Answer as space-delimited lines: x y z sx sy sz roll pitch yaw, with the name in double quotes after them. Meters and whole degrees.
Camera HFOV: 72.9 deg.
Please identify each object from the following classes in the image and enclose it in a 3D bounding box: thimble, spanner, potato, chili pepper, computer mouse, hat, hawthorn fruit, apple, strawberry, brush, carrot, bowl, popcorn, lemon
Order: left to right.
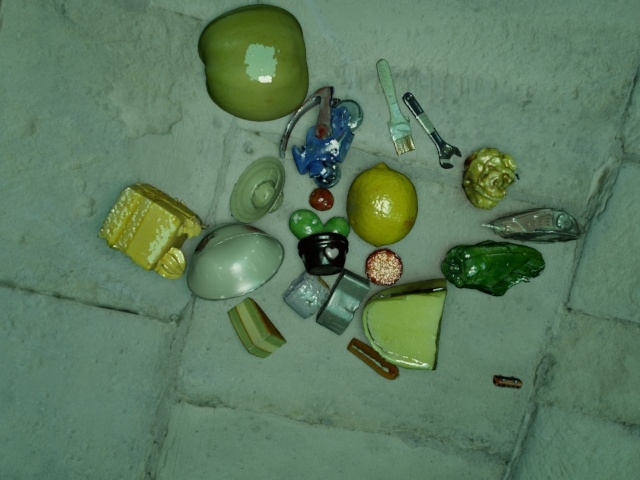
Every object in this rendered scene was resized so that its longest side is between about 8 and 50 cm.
-0.305 0.043 1.471 0.337 0.337 0.157 -32 58 1 "bowl"
-0.226 -0.592 1.454 0.361 0.311 0.319 -7 53 -4 "apple"
-0.188 -0.152 1.495 0.252 0.252 0.110 -54 137 4 "hat"
-0.050 0.189 1.549 0.118 0.127 0.151 42 88 -9 "thimble"
0.007 -0.143 1.537 0.093 0.093 0.093 0 98 -4 "hawthorn fruit"
0.204 0.450 1.632 0.225 0.067 0.067 37 94 -6 "carrot"
0.208 -0.117 1.467 0.268 0.267 0.267 0 98 -4 "lemon"
0.227 0.098 1.575 0.145 0.086 0.145 -1 98 -6 "strawberry"
0.259 -0.473 1.533 0.086 0.020 0.336 -19 98 -1 "brush"
0.301 0.267 1.566 0.280 0.213 0.330 5 108 14 "potato"
0.398 -0.398 1.553 0.087 0.024 0.315 -36 97 0 "spanner"
0.585 -0.214 1.503 0.170 0.189 0.217 -6 96 0 "popcorn"
0.615 0.086 1.561 0.385 0.213 0.167 2 53 -23 "chili pepper"
0.749 -0.062 1.548 0.390 0.199 0.114 6 77 -5 "computer mouse"

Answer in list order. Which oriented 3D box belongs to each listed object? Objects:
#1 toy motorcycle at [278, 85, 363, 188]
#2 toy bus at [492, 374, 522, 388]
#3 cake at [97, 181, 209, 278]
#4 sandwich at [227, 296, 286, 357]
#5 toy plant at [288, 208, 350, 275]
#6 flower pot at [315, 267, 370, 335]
0.003 -0.348 1.482 0.182 0.241 0.318 22 90 -47 "toy motorcycle"
0.731 0.555 1.697 0.110 0.031 0.043 9 104 -5 "toy bus"
-0.538 -0.028 1.444 0.286 0.222 0.227 32 97 -7 "cake"
-0.237 0.324 1.614 0.117 0.144 0.187 -36 62 1 "sandwich"
0.000 0.000 1.513 0.218 0.175 0.235 2 64 -11 "toy plant"
0.080 0.221 1.574 0.108 0.103 0.229 29 97 -5 "flower pot"
